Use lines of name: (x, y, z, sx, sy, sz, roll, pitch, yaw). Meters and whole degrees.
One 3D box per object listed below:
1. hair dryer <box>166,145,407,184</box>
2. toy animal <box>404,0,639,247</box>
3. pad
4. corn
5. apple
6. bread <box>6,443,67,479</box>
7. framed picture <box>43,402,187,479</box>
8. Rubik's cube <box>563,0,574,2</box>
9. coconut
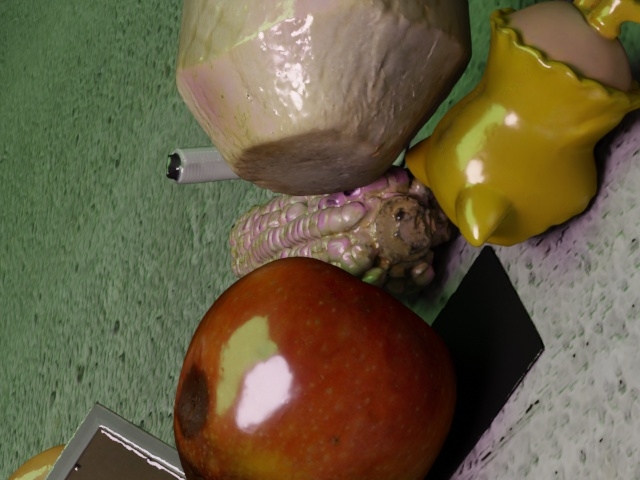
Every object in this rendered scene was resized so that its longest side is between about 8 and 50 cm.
hair dryer: (-0.047, -0.072, 1.710, 0.131, 0.236, 0.073, -20, 82, 59)
toy animal: (0.168, -0.104, 1.387, 0.230, 0.156, 0.156, -55, 26, 15)
pad: (0.095, 0.137, 1.480, 0.243, 0.004, 0.164, -57, 25, 21)
corn: (0.001, -0.002, 1.660, 0.335, 0.126, 0.127, -7, 62, 63)
apple: (-0.008, 0.133, 1.418, 0.230, 0.230, 0.230, -46, 30, 38)
bread: (-0.197, 0.352, 1.593, 0.211, 0.270, 0.316, 141, 141, -70)
framed picture: (-0.127, 0.300, 1.464, 0.232, 0.296, 0.019, -57, -16, -13)
Rubik's cube: (0.150, -0.397, 1.507, 0.292, 0.293, 0.287, -62, 23, 12)
coconut: (0.006, -0.172, 1.468, 0.259, 0.259, 0.259, -46, 30, 38)
